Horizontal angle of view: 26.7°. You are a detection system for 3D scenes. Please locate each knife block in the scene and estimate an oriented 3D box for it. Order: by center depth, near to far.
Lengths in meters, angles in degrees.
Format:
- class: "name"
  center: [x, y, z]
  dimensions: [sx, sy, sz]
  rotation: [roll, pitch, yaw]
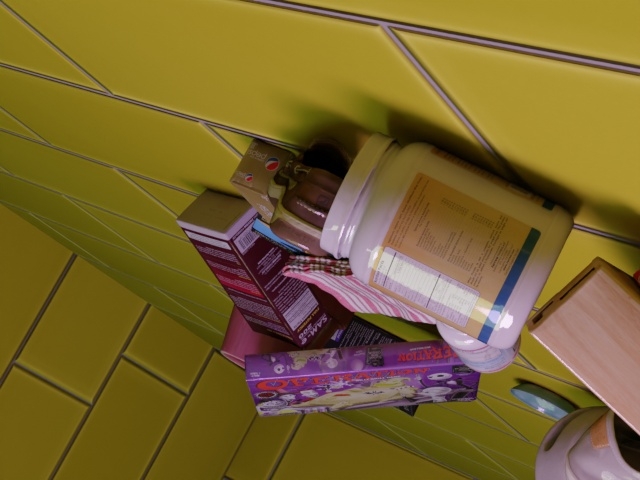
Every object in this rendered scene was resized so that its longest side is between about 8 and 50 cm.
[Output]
- class: "knife block"
  center: [0.330, 0.151, 1.190]
  dimensions: [0.276, 0.088, 0.242]
  rotation: [24, -155, -52]

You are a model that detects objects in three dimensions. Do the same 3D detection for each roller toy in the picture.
- class: "roller toy"
  center: [0.409, 0.329, 1.893]
  dimensions: [0.209, 0.191, 0.146]
  rotation: [6, 172, -12]

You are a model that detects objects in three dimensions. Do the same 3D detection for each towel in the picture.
- class: "towel"
  center: [0.051, 0.068, 1.766]
  dimensions: [0.144, 0.029, 0.197]
  rotation: [32, 167, -29]

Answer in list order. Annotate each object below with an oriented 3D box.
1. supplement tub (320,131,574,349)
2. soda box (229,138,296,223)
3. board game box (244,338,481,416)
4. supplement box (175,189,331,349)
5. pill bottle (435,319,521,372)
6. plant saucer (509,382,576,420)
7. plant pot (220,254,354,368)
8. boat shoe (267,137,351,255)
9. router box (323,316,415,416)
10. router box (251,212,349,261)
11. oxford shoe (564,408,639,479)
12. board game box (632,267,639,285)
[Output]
- class: "supplement tub"
  center: [0.115, -0.003, 1.235]
  dimensions: [0.200, 0.144, 0.144]
  rotation: [27, 169, 9]
- class: "soda box"
  center: [-0.038, -0.049, 1.609]
  dimensions: [0.058, 0.061, 0.181]
  rotation: [23, 167, 30]
- class: "board game box"
  center: [0.067, 0.209, 2.041]
  dimensions: [0.347, 0.056, 0.208]
  rotation: [-5, 153, 2]
- class: "supplement box"
  center: [-0.096, 0.043, 1.965]
  dimensions: [0.130, 0.073, 0.239]
  rotation: [16, 145, 49]
- class: "pill bottle"
  center: [0.192, 0.103, 1.670]
  dimensions: [0.087, 0.087, 0.160]
  rotation: [23, 167, 27]
- class: "plant saucer"
  center: [0.355, 0.253, 2.114]
  dimensions: [0.119, 0.021, 0.119]
  rotation: [26, 169, 6]
- class: "plant pot"
  center: [-0.064, 0.131, 2.174]
  dimensions: [0.201, 0.180, 0.201]
  rotation: [26, 168, 6]
- class: "boat shoe"
  center: [0.004, -0.059, 1.407]
  dimensions: [0.095, 0.095, 0.257]
  rotation: [24, -168, -9]
- class: "router box"
  center: [0.076, 0.214, 2.458]
  dimensions: [0.243, 0.081, 0.309]
  rotation: [26, 169, 11]
- class: "router box"
  center: [0.000, 0.000, 1.775]
  dimensions: [0.179, 0.046, 0.133]
  rotation: [28, 168, -2]
- class: "oxford shoe"
  center: [0.536, 0.323, 1.699]
  dimensions: [0.449, 0.130, 0.169]
  rotation: [18, -149, 12]
- class: "board game box"
  center: [0.373, 0.102, 1.174]
  dimensions: [0.193, 0.045, 0.147]
  rotation: [35, -162, -30]
